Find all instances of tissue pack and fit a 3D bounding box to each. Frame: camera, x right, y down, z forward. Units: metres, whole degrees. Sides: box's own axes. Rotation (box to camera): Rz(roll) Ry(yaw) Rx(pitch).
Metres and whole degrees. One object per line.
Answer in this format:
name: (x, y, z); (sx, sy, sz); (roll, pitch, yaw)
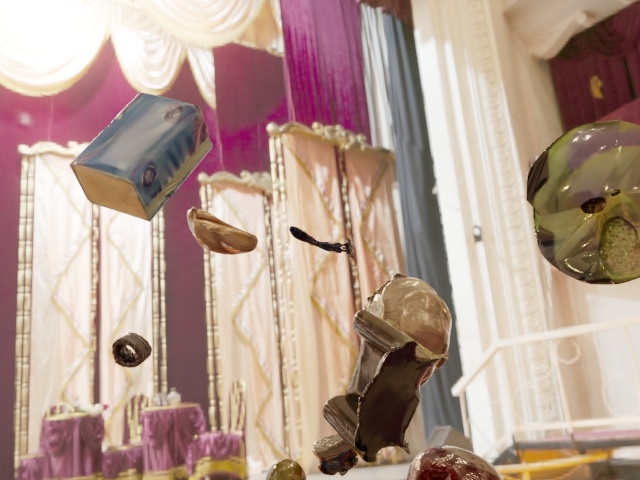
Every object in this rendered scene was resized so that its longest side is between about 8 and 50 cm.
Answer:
tissue pack: (-0.403, -0.197, 1.545); (0.198, 0.263, 0.146); (17, -36, 24)

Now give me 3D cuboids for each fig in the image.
fig: (-0.062, 0.457, 1.270); (0.084, 0.082, 0.098); (-36, 10, -18)

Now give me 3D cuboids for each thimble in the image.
thimble: (-0.546, 0.314, 1.958); (0.104, 0.095, 0.066); (-10, 15, 25)

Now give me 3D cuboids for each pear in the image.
pear: (0.717, -0.081, 1.668); (0.399, 0.398, 0.165); (-17, -18, 35)

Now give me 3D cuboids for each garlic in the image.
garlic: (-0.329, -0.020, 2.145); (0.228, 0.110, 0.217); (28, -1, -21)
garlic: (0.219, 0.253, 1.777); (0.241, 0.321, 0.322); (-2, -16, 0)

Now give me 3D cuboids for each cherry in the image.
cherry: (0.327, 0.592, 1.597); (0.230, 0.202, 0.300); (7, -3, 40)

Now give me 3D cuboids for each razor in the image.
razor: (-0.002, 0.002, 1.306); (0.155, 0.044, 0.028); (18, -42, -34)

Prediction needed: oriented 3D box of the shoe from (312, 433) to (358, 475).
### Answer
shoe: (0.078, 0.606, 1.923); (0.228, 0.125, 0.099); (-8, -1, -40)

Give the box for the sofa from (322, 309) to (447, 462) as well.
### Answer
sofa: (0.102, 0.286, 1.376); (0.182, 0.258, 0.200); (13, 10, -31)
